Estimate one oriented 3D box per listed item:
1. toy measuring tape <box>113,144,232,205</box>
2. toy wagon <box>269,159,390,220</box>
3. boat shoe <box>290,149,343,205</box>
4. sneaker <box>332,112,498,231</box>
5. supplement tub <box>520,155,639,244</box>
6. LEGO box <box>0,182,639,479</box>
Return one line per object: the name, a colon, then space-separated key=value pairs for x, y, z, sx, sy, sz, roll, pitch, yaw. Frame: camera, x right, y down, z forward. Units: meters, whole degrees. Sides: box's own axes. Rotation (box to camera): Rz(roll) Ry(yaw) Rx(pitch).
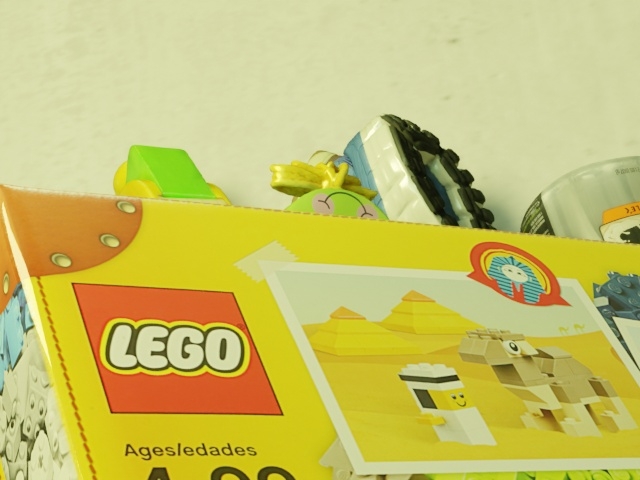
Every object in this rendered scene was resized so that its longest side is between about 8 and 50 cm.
toy measuring tape: x=-0.087 y=0.044 z=1.124 sx=0.121 sy=0.121 sz=0.330 roll=-36 pitch=40 yaw=0
toy wagon: x=-0.001 y=0.104 z=0.870 sx=0.068 sy=0.267 sz=0.344 roll=-33 pitch=47 yaw=56
boat shoe: x=0.000 y=0.000 z=1.169 sx=0.049 sy=0.056 sz=0.152 roll=2 pitch=63 yaw=28
sneaker: x=0.076 y=0.083 z=1.065 sx=0.147 sy=0.130 sz=0.330 roll=-38 pitch=60 yaw=26
supplement tub: x=0.207 y=0.050 z=1.020 sx=0.117 sy=0.117 sz=0.190 roll=-22 pitch=57 yaw=9
LEGO box: x=0.116 y=0.183 z=0.661 sx=0.193 sy=0.500 sz=0.372 roll=-64 pitch=35 yaw=34
